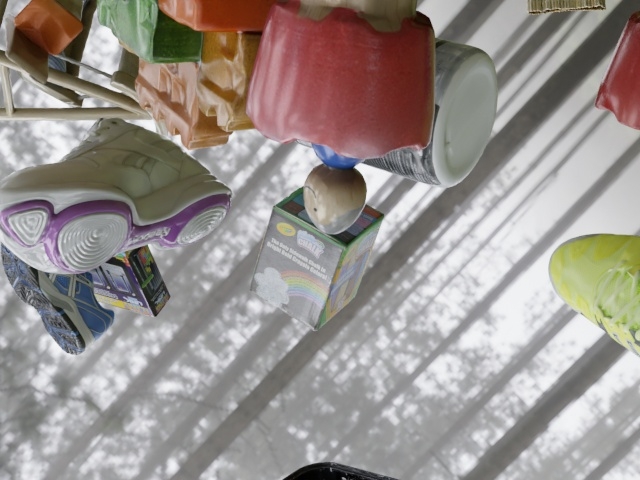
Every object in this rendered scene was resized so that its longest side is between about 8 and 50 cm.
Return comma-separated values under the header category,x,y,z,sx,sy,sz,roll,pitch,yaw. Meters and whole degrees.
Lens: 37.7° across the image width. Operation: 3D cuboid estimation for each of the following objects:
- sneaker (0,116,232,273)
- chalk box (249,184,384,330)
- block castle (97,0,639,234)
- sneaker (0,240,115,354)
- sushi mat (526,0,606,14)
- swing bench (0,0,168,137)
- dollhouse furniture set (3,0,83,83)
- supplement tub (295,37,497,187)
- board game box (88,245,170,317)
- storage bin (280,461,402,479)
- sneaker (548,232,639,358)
category,x,y,z,sx,sy,sz,roll,pitch,yaw
sneaker,-0.226,-0.053,0.947,0.152,0.114,0.305,49,-155,17
chalk box,0.000,0.000,1.413,0.132,0.213,0.132,31,-146,17
block castle,0.020,-0.176,0.592,0.303,0.213,0.453,-5,-153,-28
sneaker,-0.371,0.059,1.308,0.081,0.080,0.211,-32,-95,-43
sushi mat,0.493,-0.580,1.899,0.019,0.151,0.317,66,-154,-56
swing bench,-0.311,-0.290,1.292,0.254,0.165,0.253,9,-116,-9
dollhouse furniture set,-0.220,-0.283,0.736,0.259,0.262,0.135,39,-163,-37
supplement tub,0.070,-0.203,1.306,0.316,0.194,0.193,21,-179,30
board game box,-0.313,0.032,1.344,0.170,0.048,0.141,13,142,24
storage bin,0.026,0.223,0.617,0.122,0.180,0.084,-22,-74,-42
sneaker,0.412,0.085,1.087,0.147,0.145,0.384,13,-166,-42
